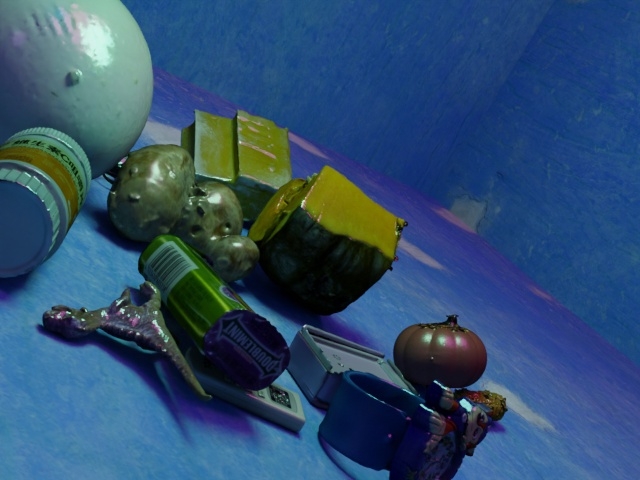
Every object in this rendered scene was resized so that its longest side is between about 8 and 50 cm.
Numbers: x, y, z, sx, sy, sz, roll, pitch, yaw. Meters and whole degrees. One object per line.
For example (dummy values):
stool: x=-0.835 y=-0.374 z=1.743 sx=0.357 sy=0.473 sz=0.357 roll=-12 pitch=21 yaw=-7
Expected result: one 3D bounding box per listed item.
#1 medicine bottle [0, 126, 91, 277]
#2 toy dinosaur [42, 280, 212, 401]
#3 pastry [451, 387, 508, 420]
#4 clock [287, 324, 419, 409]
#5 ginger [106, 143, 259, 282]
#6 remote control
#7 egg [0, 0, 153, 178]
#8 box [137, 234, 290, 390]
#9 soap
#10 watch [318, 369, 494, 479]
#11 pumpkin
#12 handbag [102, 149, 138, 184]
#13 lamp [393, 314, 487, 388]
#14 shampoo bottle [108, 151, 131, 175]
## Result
medicine bottle: x=-0.430 y=-0.060 z=1.443 sx=0.158 sy=0.158 sz=0.318 roll=28 pitch=13 yaw=-12
toy dinosaur: x=-0.234 y=0.136 z=1.339 sx=0.251 sy=0.072 sz=0.200 roll=33 pitch=16 yaw=5
pastry: x=0.305 y=0.316 z=1.903 sx=0.140 sy=0.056 sz=0.080 roll=11 pitch=15 yaw=-41
clock: x=0.049 y=0.223 z=1.627 sx=0.193 sy=0.073 sz=0.144 roll=23 pitch=14 yaw=-32
ginger: x=-0.242 y=-0.051 z=1.835 sx=0.304 sy=0.155 sz=0.244 roll=31 pitch=29 yaw=-19
remote control: x=-0.110 y=0.209 z=1.416 sx=0.190 sy=0.029 sz=0.087 roll=27 pitch=12 yaw=-15
egg: x=-0.454 y=-0.252 z=1.758 sx=0.354 sy=0.354 sz=0.340 roll=16 pitch=35 yaw=-48
box: x=-0.163 y=0.093 z=1.463 sx=0.134 sy=0.097 sz=0.345 roll=43 pitch=-4 yaw=-29
soap: x=-0.197 y=-0.175 z=2.319 sx=0.259 sy=0.143 sz=0.281 roll=13 pitch=38 yaw=-18
watch: x=0.111 y=0.267 z=1.445 sx=0.200 sy=0.171 sz=0.196 roll=25 pitch=-5 yaw=34
pumpkin: x=0.000 y=0.000 z=1.947 sx=0.225 sy=0.256 sz=0.303 roll=40 pitch=-22 yaw=-12
handbag: x=-0.381 y=-0.134 z=2.030 sx=0.139 sy=0.072 sz=0.115 roll=3 pitch=58 yaw=-32
lamp: x=0.226 y=0.209 z=1.885 sx=0.182 sy=0.140 sz=0.182 roll=3 pitch=0 yaw=0
shampoo bottle: x=-0.471 y=-0.190 z=2.102 sx=0.234 sy=0.049 sz=0.087 roll=27 pitch=27 yaw=-14
